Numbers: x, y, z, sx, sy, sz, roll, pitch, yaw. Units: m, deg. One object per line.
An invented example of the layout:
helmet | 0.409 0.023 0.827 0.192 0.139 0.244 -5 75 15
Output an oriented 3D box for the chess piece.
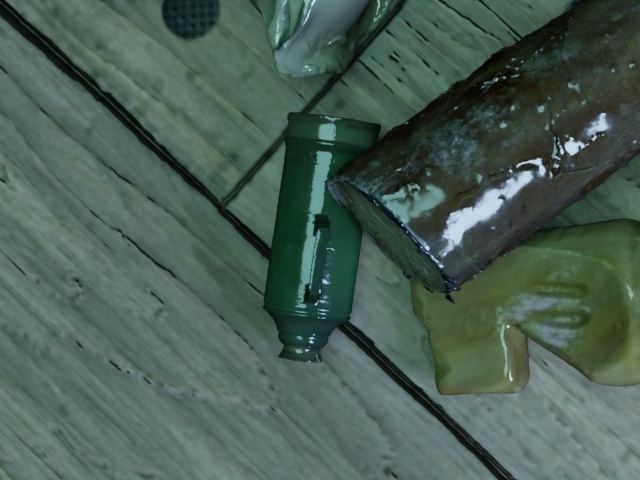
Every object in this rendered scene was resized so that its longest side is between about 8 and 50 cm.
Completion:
chess piece | 0.210 0.042 1.085 0.301 0.137 0.137 -3 88 24

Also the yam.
yam | 0.151 -0.075 1.066 0.280 0.131 0.131 -35 82 -7

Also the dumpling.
dumpling | 0.005 -0.206 1.129 0.108 0.127 0.188 3 78 35

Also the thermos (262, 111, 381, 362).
thermos | 0.001 0.000 1.138 0.083 0.073 0.187 10 92 51
